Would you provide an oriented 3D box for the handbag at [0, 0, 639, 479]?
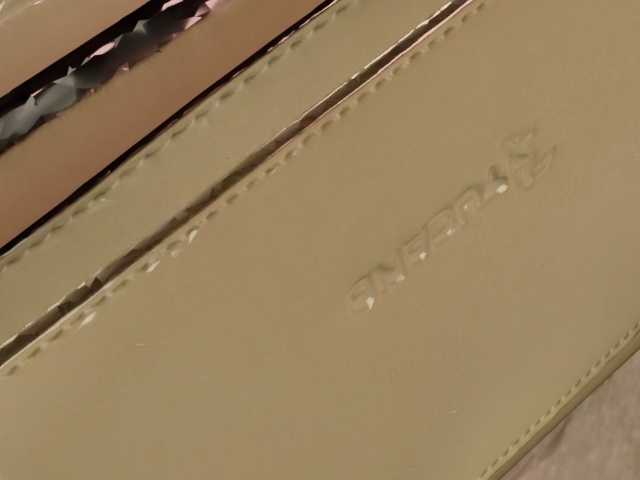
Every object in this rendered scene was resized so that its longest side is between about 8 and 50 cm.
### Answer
[{"bbox_3d":[0.000,0.000,0.491,0.358,0.160,0.237,-39,126,-23],"label":"handbag"}]
